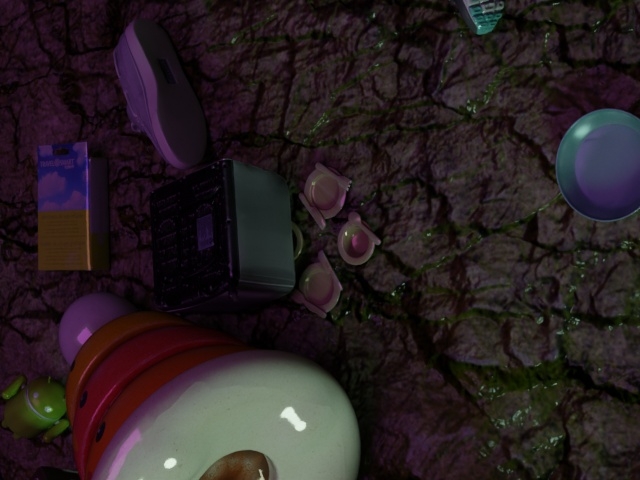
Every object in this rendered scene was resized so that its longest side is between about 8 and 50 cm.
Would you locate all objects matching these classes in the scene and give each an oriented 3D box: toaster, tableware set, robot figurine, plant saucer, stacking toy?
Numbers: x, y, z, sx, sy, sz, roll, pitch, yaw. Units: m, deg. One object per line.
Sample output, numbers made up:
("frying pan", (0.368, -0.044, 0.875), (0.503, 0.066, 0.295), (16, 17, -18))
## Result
("toaster", (-0.125, 0.007, 1.704), (0.168, 0.110, 0.186), (-21, 69, 45))
("tableware set", (0.000, 0.000, 1.690), (0.141, 0.020, 0.169), (50, 117, 26))
("robot figurine", (-0.405, 0.238, 1.967), (0.115, 0.067, 0.101), (-38, 96, 31))
("plant saucer", (0.306, -0.079, 1.457), (0.119, 0.021, 0.119), (-1, 89, 37))
("stacking toy", (-0.205, 0.209, 1.719), (0.480, 0.350, 0.351), (36, 112, 50))

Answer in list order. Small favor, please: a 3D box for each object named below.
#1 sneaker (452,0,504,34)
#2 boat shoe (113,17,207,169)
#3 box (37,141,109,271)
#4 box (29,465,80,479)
("sneaker", (0.151, -0.299, 1.561), (0.076, 0.065, 0.167), (-39, 63, 48))
("boat shoe", (-0.217, -0.182, 1.826), (0.081, 0.079, 0.228), (-39, 62, 40))
("box", (-0.349, -0.046, 1.939), (0.109, 0.042, 0.178), (-2, 89, 36))
("box", (-0.302, 0.496, 1.778), (0.191, 0.143, 0.381), (-52, 48, 15))
